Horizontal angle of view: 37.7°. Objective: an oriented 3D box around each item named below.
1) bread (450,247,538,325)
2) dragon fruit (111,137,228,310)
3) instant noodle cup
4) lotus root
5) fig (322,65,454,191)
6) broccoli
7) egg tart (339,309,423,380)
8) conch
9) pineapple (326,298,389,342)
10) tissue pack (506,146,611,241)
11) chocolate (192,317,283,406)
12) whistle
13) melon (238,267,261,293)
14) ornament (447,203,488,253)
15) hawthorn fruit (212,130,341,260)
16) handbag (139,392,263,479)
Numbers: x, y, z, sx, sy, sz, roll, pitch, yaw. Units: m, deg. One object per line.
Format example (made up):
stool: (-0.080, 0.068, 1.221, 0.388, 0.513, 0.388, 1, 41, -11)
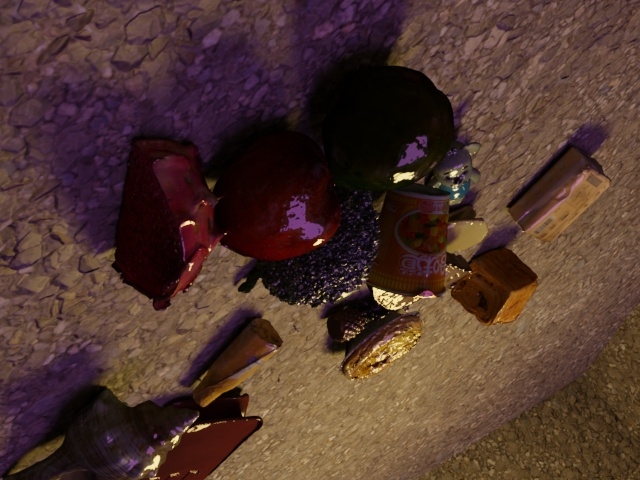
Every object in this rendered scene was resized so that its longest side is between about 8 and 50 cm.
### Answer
bread: (0.436, 0.119, 2.327, 0.143, 0.149, 0.158, -14, 145, -47)
dragon fruit: (-0.190, -0.009, 1.291, 0.126, 0.161, 0.274, -17, 145, -33)
instant noodle cup: (0.166, -0.006, 1.716, 0.168, 0.168, 0.184, -7, 110, -47)
lotus root: (0.180, 0.068, 1.930, 0.170, 0.074, 0.261, -47, 139, 17)
fig: (0.087, -0.148, 1.399, 0.195, 0.195, 0.245, -15, 153, -39)
broccoli: (0.001, 0.000, 1.555, 0.198, 0.226, 0.176, 13, 172, -17)
egg tart: (0.134, 0.234, 2.184, 0.234, 0.094, 0.234, -31, 156, -15)
conch: (-0.383, 0.360, 1.676, 0.386, 0.169, 0.203, -12, 139, 26)
pineapple: (0.087, 0.164, 2.042, 0.159, 0.074, 0.074, -23, 151, -37)
tissue pack: (0.560, -0.104, 2.185, 0.222, 0.090, 0.186, -49, 150, 18)
chocolate: (-0.170, 0.248, 1.839, 0.219, 0.085, 0.086, -46, 154, 20)
whistle: (0.254, -0.118, 1.787, 0.114, 0.077, 0.235, -18, 157, 2)
melon: (-0.037, 0.027, 1.704, 0.262, 0.053, 0.114, -25, 170, -18)
ornament: (0.253, -0.003, 1.996, 0.201, 0.059, 0.180, -38, 150, 3)
hawthorn fruit: (-0.074, -0.055, 1.363, 0.202, 0.185, 0.185, -25, 155, 7)
handbag: (-0.285, 0.440, 1.992, 0.260, 0.084, 0.275, 3, 135, -52)
